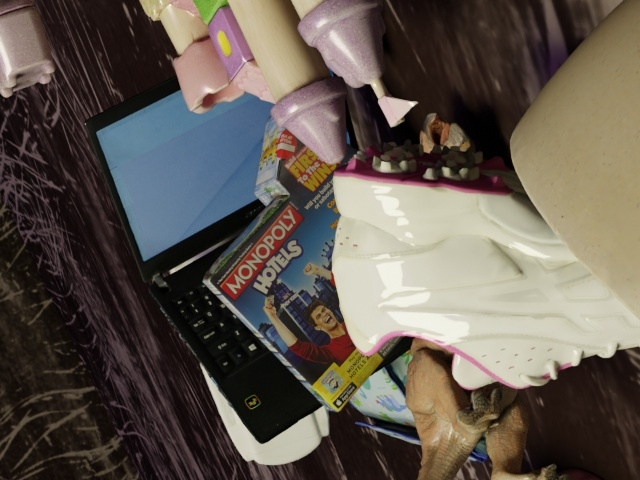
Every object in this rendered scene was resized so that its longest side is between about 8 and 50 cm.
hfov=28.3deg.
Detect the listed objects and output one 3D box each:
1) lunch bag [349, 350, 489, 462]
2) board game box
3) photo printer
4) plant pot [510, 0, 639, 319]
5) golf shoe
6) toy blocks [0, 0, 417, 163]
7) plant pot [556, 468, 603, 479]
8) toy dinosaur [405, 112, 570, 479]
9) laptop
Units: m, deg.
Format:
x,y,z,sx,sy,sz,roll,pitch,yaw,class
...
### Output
x,y,z,sx,sy,sz,roll,pitch,yaw,class
0.086,0.143,1.200,0.151,0.096,0.129,54,158,-19,lunch bag
0.000,0.000,1.006,0.194,0.194,0.060,47,159,-9,board game box
-0.084,0.041,1.291,0.307,0.107,0.256,-111,4,-61,photo printer
0.244,-0.046,0.482,0.284,0.284,0.191,45,119,30,plant pot
0.151,0.029,0.755,0.306,0.115,0.140,12,103,18,golf shoe
-0.062,-0.154,0.855,0.260,0.309,0.288,65,158,4,toy blocks
0.180,0.294,1.069,0.201,0.180,0.201,44,153,30,plant pot
0.107,0.073,0.922,0.127,0.295,0.200,22,180,-30,toy dinosaur
-0.025,-0.016,1.042,0.264,0.234,0.136,52,156,19,laptop
